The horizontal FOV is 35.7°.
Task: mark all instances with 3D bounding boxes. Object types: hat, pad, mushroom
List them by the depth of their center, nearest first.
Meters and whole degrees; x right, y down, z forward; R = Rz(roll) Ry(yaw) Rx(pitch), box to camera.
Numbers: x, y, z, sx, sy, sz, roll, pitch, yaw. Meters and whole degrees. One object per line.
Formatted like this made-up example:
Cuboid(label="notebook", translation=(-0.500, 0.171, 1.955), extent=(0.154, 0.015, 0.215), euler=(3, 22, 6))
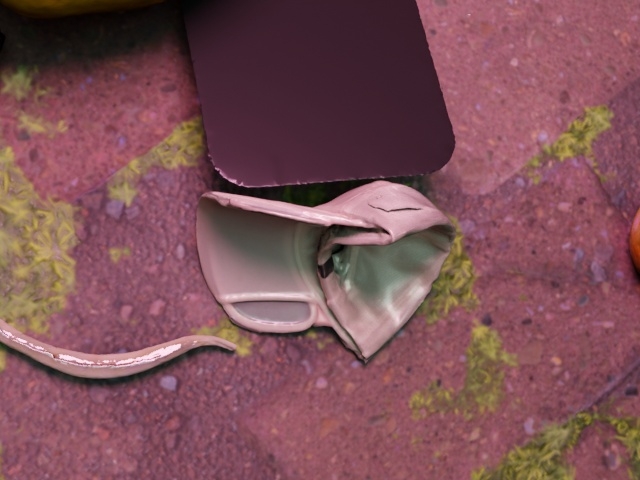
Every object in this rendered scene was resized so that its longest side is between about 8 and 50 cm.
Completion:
Cuboid(label="mushroom", translation=(-0.233, 0.090, 0.948), extent=(0.306, 0.043, 0.068), euler=(18, 104, -14))
Cuboid(label="hat", translation=(0.000, 0.000, 0.973), extent=(0.226, 0.219, 0.164), euler=(29, 53, 12))
Cuboid(label="pad", translation=(0.012, -0.213, 1.026), extent=(0.315, 0.063, 0.375), euler=(-5, 66, -14))

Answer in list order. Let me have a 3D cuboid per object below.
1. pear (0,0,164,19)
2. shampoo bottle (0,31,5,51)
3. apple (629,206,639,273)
Cuboid(label="pear", translation=(-0.190, -0.390, 0.865), extent=(0.352, 0.352, 0.413), euler=(39, 71, -7))
Cuboid(label="shampoo bottle", translation=(-0.399, -0.062, 0.896), extent=(0.129, 0.084, 0.323), euler=(18, 80, -10))
Cuboid(label="apple", translation=(0.411, 0.003, 1.078), extent=(0.146, 0.146, 0.146), euler=(2, 83, -15))
